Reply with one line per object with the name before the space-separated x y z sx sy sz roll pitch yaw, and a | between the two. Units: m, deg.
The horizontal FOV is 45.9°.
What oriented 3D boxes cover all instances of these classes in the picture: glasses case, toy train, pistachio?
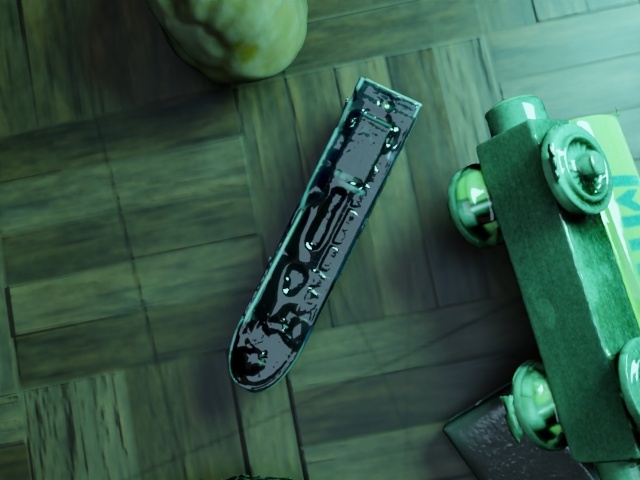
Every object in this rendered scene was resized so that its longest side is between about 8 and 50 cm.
glasses case | 0.167 0.187 0.512 0.072 0.042 0.190 -36 82 3
toy train | 0.000 0.000 0.545 0.052 0.051 0.233 25 88 7
pistachio | -0.071 -0.201 0.552 0.126 0.108 0.185 -7 73 -24
toy train | 0.184 0.027 0.495 0.157 0.105 0.253 -7 76 -39

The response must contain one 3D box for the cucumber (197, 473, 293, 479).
cucumber | -0.134 0.211 0.516 0.300 0.072 0.072 -13 82 0
